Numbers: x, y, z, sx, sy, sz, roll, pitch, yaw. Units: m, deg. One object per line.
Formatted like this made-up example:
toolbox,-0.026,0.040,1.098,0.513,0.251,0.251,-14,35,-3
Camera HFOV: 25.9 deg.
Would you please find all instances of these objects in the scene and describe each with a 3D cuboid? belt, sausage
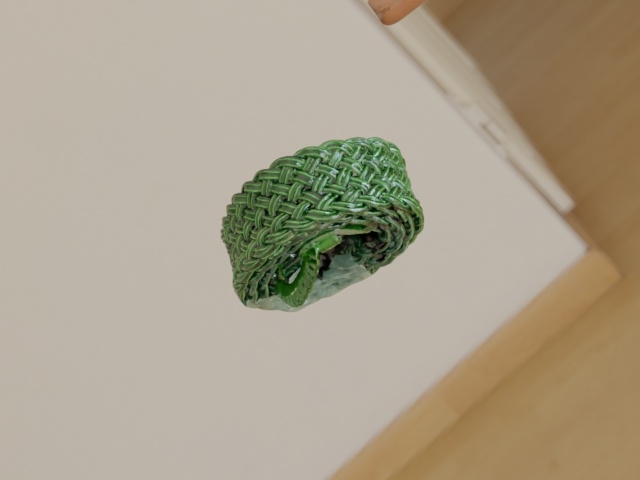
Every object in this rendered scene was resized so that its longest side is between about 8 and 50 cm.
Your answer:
belt,0.000,0.000,0.927,0.151,0.121,0.079,-38,61,40
sausage,0.073,-0.200,1.077,0.083,0.034,0.034,-39,22,13
